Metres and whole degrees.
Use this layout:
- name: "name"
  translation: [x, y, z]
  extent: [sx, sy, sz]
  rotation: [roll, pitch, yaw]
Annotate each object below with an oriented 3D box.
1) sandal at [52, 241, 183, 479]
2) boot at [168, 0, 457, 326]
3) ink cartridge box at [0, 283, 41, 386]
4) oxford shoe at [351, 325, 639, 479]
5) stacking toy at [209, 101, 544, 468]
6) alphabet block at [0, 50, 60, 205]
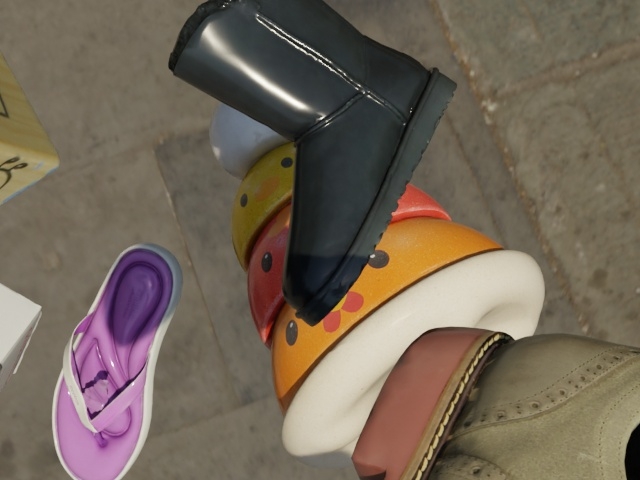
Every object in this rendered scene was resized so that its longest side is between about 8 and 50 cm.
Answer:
- name: "sandal"
  translation: [-0.343, 0.200, 1.769]
  extent: [0.169, 0.102, 0.416]
  rotation: [17, 96, 12]
- name: "boot"
  translation: [-0.031, -0.083, 0.855]
  extent: [0.207, 0.094, 0.246]
  rotation: [30, 70, -7]
- name: "ink cartridge box"
  translation: [-0.551, 0.223, 1.589]
  extent: [0.129, 0.223, 0.307]
  rotation: [32, 45, -4]
- name: "oxford shoe"
  translation: [0.057, 0.149, 0.334]
  extent: [0.130, 0.123, 0.348]
  rotation: [-7, 39, 28]
- name: "stacking toy"
  translation: [0.000, 0.000, 1.336]
  extent: [0.351, 0.350, 0.480]
  rotation: [-32, 63, -11]
- name: "alphabet block"
  translation: [-0.426, -0.121, 1.173]
  extent: [0.192, 0.197, 0.193]
  rotation: [-33, 84, 7]
